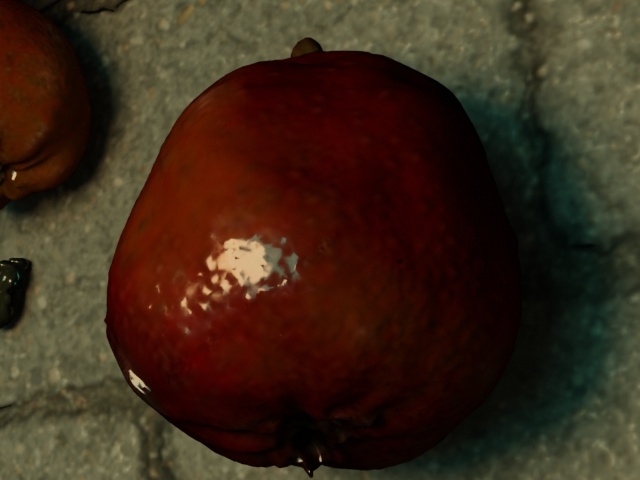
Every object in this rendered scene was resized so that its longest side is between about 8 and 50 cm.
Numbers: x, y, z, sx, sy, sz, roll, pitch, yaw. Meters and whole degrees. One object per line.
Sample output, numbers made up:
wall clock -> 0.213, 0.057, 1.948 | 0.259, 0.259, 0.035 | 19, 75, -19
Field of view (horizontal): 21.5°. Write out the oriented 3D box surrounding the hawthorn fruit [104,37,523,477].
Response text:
hawthorn fruit -> 0.000, 0.000, 1.106 | 0.265, 0.265, 0.307 | -25, 49, 29

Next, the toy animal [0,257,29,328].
toy animal -> -0.306, 0.033, 1.434 | 0.135, 0.047, 0.065 | 19, 99, 31

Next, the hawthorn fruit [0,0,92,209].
hawthorn fruit -> -0.278, -0.115, 1.375 | 0.189, 0.189, 0.189 | -9, 75, 34
